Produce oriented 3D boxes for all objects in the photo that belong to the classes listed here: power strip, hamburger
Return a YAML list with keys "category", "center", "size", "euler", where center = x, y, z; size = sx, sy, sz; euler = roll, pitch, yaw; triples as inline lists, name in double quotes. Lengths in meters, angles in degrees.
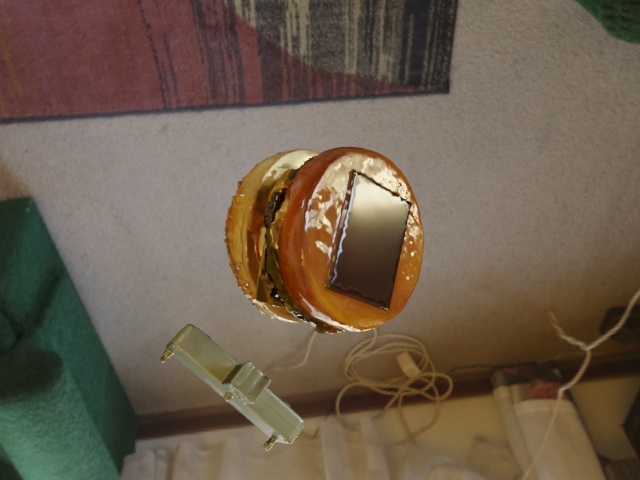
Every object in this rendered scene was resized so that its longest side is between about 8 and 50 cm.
- category: "power strip"
  center: [-0.115, 0.199, 0.821]
  size: [0.215, 0.061, 0.145]
  euler: [41, 155, -5]
- category: "hamburger"
  center: [0.000, 0.000, 0.892]
  size: [0.225, 0.291, 0.291]
  euler: [1, 146, 43]
